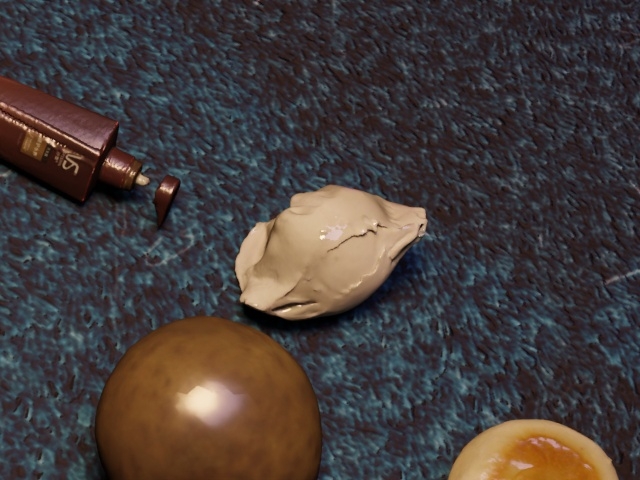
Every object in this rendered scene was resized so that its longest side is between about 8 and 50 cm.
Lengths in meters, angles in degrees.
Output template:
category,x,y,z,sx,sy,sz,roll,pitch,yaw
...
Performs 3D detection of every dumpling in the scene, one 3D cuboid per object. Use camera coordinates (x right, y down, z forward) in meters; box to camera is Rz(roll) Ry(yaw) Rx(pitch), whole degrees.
category,x,y,z,sx,sy,sz,roll,pitch,yaw
dumpling,0.000,0.000,1.665,0.188,0.108,0.127,-31,44,-16

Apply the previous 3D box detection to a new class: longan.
category,x,y,z,sx,sy,sz,roll,pitch,yaw
longan,-0.091,0.160,1.470,0.185,0.159,0.204,37,60,-3

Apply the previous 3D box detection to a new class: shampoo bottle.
category,x,y,z,sx,sy,sz,roll,pitch,yaw
shampoo bottle,-0.236,-0.087,1.668,0.236,0.068,0.067,24,51,3

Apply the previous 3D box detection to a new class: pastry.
category,x,y,z,sx,sy,sz,roll,pitch,yaw
pastry,0.177,0.225,1.555,0.156,0.092,0.156,10,48,-12
